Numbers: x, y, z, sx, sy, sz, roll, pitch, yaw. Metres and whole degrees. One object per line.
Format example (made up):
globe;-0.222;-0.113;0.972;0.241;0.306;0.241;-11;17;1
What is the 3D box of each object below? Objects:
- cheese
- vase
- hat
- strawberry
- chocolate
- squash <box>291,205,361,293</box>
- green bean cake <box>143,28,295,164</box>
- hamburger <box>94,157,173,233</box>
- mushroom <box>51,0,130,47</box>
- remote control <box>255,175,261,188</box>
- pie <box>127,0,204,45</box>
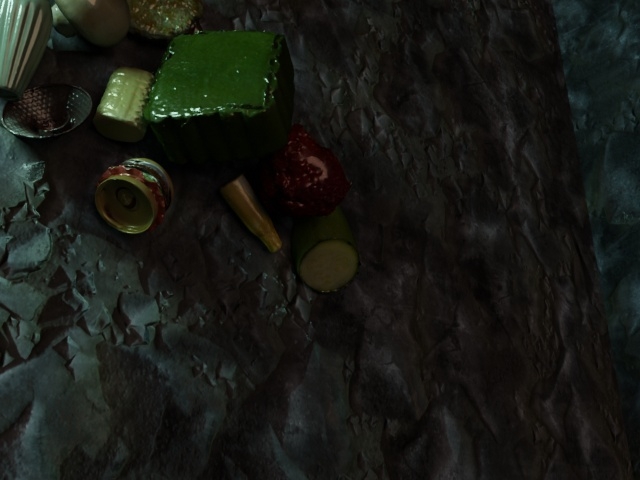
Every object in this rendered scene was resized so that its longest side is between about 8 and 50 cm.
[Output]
cheese;-0.455;-0.320;1.608;0.123;0.094;0.167;13;60;-7
vase;-0.661;-0.424;1.475;0.128;0.128;0.248;16;71;-34
hat;-0.589;-0.258;1.495;0.193;0.082;0.193;0;49;0
strawberry;-0.067;-0.157;1.749;0.220;0.274;0.274;-42;100;-27
chocolate;-0.175;-0.063;1.756;0.085;0.085;0.219;-43;105;-42
squash;0.000;0.000;1.905;0.189;0.189;0.260;26;22;-29
green bean cake;-0.232;-0.335;1.637;0.218;0.335;0.319;72;23;-52
hamburger;-0.405;-0.107;1.526;0.175;0.175;0.137;48;36;-13
mushroom;-0.550;-0.551;1.584;0.226;0.178;0.226;-23;90;-85
remote control;-0.160;-0.183;1.853;0.034;0.016;0.091;42;49;-39
pie;-0.422;-0.627;1.770;0.257;0.105;0.274;6;68;-28
